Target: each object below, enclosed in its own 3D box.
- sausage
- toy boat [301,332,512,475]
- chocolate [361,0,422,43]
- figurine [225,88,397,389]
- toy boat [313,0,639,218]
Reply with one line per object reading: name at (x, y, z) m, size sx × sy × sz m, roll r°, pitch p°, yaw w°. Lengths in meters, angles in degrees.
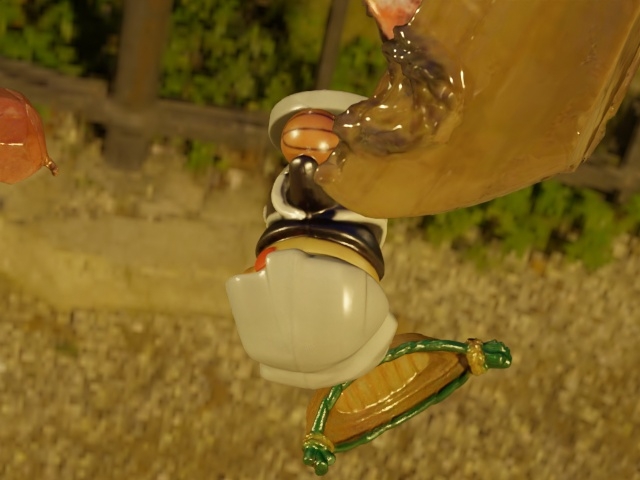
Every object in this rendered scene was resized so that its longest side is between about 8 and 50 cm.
sausage at (-0.250, -0.074, 1.195) m, size 0.169 × 0.065 × 0.065 m, roll 6°, pitch 43°, yaw -15°
toy boat at (0.073, 0.147, 1.819) m, size 0.229 × 0.089 × 0.088 m, roll -31°, pitch 37°, yaw -9°
chocolate at (0.115, -0.194, 1.228) m, size 0.221 × 0.147 × 0.221 m, roll -8°, pitch 62°, yaw 16°
figurine at (0.000, 0.000, 1.537) m, size 0.133 × 0.176 × 0.236 m, roll 0°, pitch 65°, yaw 16°
toy boat at (0.078, -0.153, 0.576) m, size 0.121 × 0.321 × 0.089 m, roll 26°, pitch 9°, yaw 8°
